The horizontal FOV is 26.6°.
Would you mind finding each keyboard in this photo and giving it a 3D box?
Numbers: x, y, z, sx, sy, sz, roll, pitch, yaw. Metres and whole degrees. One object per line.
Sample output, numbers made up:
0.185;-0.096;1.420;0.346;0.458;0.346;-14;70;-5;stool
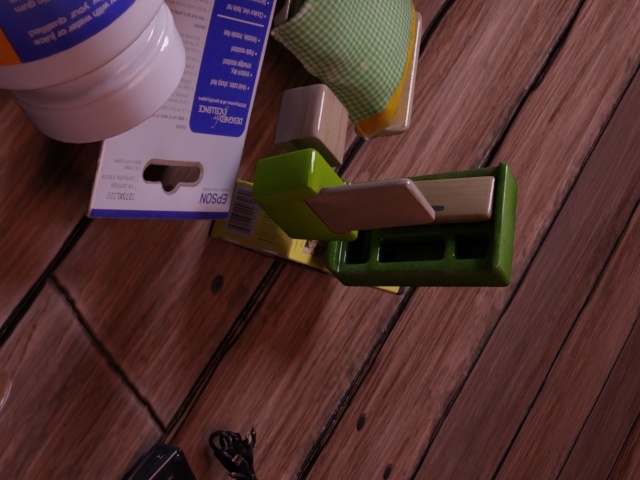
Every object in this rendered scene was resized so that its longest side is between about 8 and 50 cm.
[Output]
-0.112;0.292;1.263;0.201;0.033;0.317;-46;142;-28;keyboard

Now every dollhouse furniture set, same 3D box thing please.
0.068;-0.134;1.112;0.197;0.151;0.302;46;46;-54;dollhouse furniture set

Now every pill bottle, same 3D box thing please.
-0.176;-0.183;0.772;0.152;0.152;0.272;-56;145;-25;pill bottle

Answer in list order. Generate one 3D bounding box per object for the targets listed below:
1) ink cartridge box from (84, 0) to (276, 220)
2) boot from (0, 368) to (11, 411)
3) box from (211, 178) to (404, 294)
-0.096;-0.200;0.988;0.175;0.069;0.371;0;104;-60;ink cartridge box
-0.253;0.157;0.951;0.118;0.042;0.087;-47;148;-35;boot
0.000;0.000;1.237;0.232;0.087;0.058;19;87;-59;box
